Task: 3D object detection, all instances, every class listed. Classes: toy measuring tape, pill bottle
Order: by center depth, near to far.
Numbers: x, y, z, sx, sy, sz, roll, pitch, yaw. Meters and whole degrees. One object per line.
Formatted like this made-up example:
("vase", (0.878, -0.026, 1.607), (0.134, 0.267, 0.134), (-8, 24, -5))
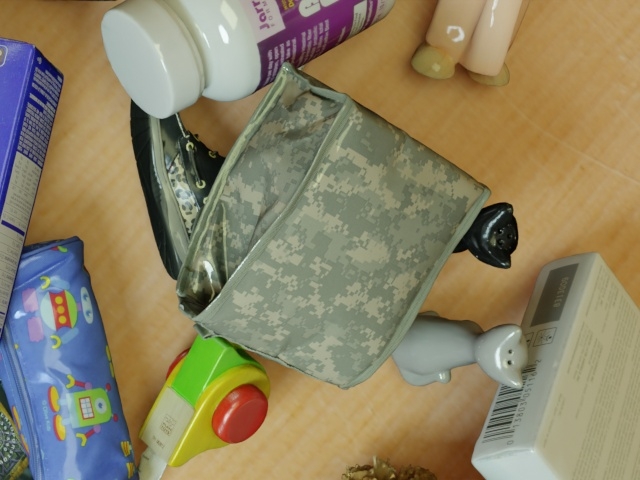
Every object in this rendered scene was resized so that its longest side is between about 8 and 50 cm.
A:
("pill bottle", (-0.076, -0.251, 1.503), (0.301, 0.169, 0.169), (-33, 99, -26))
("toy measuring tape", (-0.143, 0.224, 1.569), (0.121, 0.121, 0.330), (26, 101, -14))

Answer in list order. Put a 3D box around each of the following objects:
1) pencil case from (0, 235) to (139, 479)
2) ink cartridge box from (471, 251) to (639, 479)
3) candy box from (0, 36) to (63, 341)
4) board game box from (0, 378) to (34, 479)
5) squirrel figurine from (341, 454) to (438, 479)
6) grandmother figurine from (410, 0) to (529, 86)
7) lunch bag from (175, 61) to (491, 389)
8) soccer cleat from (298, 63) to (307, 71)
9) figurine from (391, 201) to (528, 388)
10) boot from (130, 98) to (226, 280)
("pencil case", (-0.282, 0.146, 1.493), (0.133, 0.119, 0.306), (-12, 87, -49))
("ink cartridge box", (0.348, 0.253, 1.636), (0.385, 0.091, 0.308), (51, 43, -25))
("candy box", (-0.428, -0.053, 1.411), (0.268, 0.122, 0.317), (11, 81, 9))
("board game box", (-0.366, 0.187, 1.508), (0.126, 0.026, 0.186), (-31, 100, -43))
("squirrel figurine", (0.046, 0.426, 1.514), (0.281, 0.370, 0.397), (52, 50, -9))
("grandmother figurine", (0.214, -0.334, 1.554), (0.208, 0.104, 0.342), (-1, 130, -21))
("lunch bag", (0.000, 0.000, 1.487), (0.235, 0.169, 0.287), (28, 94, -37))
("soccer cleat", (-0.030, -0.199, 1.619), (0.036, 0.029, 0.083), (5, 85, -11))
("figurine", (0.159, 0.061, 1.572), (0.092, 0.209, 0.214), (-8, 93, -29))
("boot", (-0.110, -0.086, 1.576), (0.179, 0.085, 0.236), (-12, 91, -20))
